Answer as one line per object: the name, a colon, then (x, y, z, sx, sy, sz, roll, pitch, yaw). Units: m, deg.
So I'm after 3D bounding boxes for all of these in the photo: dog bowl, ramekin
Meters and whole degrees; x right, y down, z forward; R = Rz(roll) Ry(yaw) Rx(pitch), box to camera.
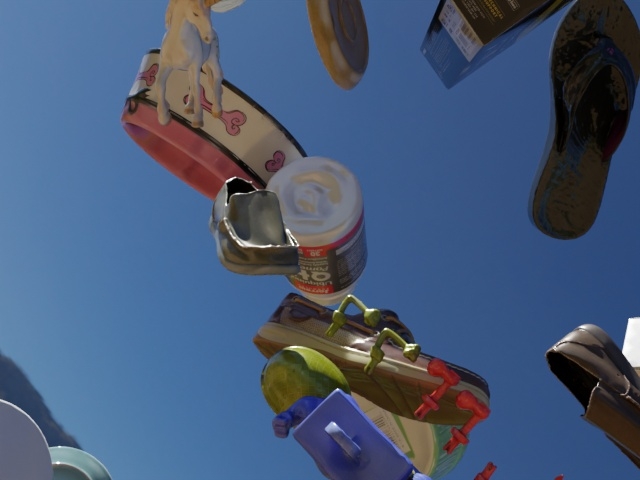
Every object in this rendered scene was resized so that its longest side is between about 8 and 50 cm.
dog bowl: (-0.226, -0.198, 1.476, 0.408, 0.150, 0.408, 33, -10, 6)
ramekin: (0.167, 0.421, 1.638, 0.303, 0.148, 0.304, 3, -83, 32)

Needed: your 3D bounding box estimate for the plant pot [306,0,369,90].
plant pot: (0.038, -0.384, 1.274, 0.032, 0.236, 0.236, -9, -62, 24)

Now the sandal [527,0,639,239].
sandal: (0.485, -0.215, 1.286, 0.107, 0.167, 0.446, -121, -144, -76)

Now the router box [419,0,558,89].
router box: (0.260, -0.317, 0.929, 0.081, 0.243, 0.309, 55, 3, -1)

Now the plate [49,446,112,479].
plate: (-0.412, 0.412, 1.124, 0.188, 0.188, 0.024, 44, -33, 9)

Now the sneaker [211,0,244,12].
sneaker: (-0.154, -0.634, 1.682, 0.305, 0.152, 0.114, -31, -90, 11)

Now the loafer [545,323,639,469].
loafer: (0.518, 0.309, 1.267, 0.366, 0.130, 0.134, -122, -153, -46)

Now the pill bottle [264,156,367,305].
pill bottle: (0.000, 0.000, 1.371, 0.176, 0.176, 0.319, 34, -21, 22)

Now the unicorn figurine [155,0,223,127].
unicorn figurine: (-0.103, -0.150, 0.588, 0.162, 0.060, 0.111, -120, -148, -67)

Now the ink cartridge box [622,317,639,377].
ink cartridge box: (0.739, 0.297, 1.596, 0.092, 0.160, 0.219, -8, -56, 37)

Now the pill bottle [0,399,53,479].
pill bottle: (-0.524, 0.317, 0.875, 0.407, 0.229, 0.229, -21, -73, 29)

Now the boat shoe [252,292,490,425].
boat shoe: (0.072, 0.141, 0.967, 0.341, 0.123, 0.123, 10, -34, 34)

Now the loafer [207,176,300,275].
loafer: (-0.094, -0.023, 0.951, 0.251, 0.094, 0.088, -141, -124, -59)

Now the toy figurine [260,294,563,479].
toy figurine: (0.050, 0.182, 0.738, 0.362, 0.191, 0.217, 44, 0, 32)
